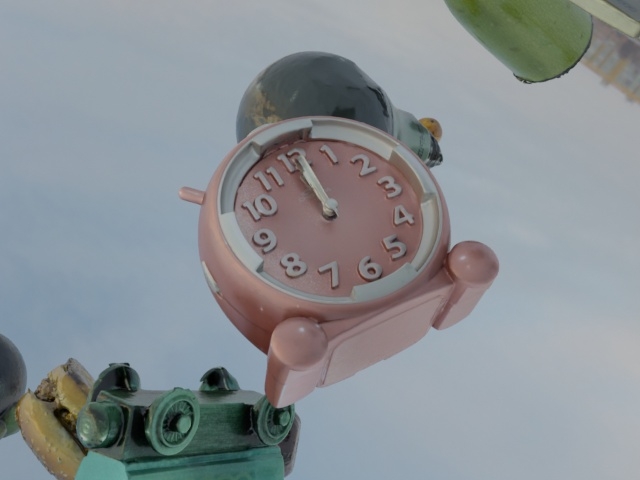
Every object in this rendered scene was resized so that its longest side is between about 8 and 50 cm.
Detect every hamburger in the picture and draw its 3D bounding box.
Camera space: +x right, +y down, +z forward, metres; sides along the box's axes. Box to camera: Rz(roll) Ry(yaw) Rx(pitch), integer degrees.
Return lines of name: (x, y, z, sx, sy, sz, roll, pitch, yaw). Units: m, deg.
hamburger: (-0.310, 0.259, 1.127, 0.191, 0.118, 0.182, 46, 168, 2)

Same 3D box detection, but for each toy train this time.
toy train: (-0.118, 0.195, 0.765, 0.101, 0.159, 0.248, 6, 174, 36)

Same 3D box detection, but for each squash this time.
squash: (0.244, -0.321, 1.131, 0.247, 0.132, 0.132, 32, -160, -38)

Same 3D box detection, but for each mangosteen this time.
mangosteen: (-0.587, 0.246, 1.387, 0.243, 0.243, 0.243, 30, -158, -14)

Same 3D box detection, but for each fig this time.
fig: (-0.138, 0.398, 1.760, 0.201, 0.146, 0.134, 15, 171, 14)

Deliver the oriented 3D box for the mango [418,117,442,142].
mango: (0.183, -0.180, 1.491, 0.046, 0.060, 0.089, 52, 168, 20)

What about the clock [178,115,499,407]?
clock: (0.000, 0.000, 0.778, 0.227, 0.142, 0.241, -23, -113, -21)

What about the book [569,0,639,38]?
book: (0.234, -0.212, 0.675, 0.138, 0.016, 0.199, 41, -138, 24)

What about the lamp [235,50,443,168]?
lamp: (0.049, -0.117, 1.033, 0.314, 0.181, 0.182, 11, -148, -31)
